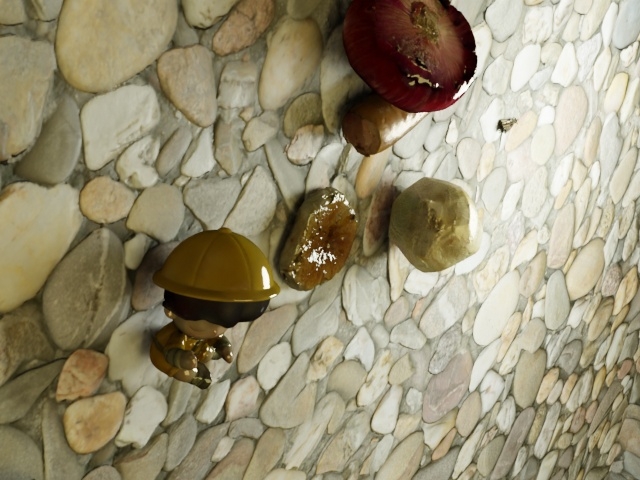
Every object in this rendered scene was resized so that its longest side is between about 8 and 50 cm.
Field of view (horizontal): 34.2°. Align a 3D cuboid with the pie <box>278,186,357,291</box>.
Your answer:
[{"bbox_3d":[0.000,0.000,1.851,0.195,0.046,0.195,-33,136,-40],"label":"pie"}]

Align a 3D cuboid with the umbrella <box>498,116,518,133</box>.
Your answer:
[{"bbox_3d":[0.409,-0.253,2.271,0.083,0.020,0.031,-28,92,-42],"label":"umbrella"}]

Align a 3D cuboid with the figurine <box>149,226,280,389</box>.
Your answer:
[{"bbox_3d":[-0.178,0.098,1.574,0.257,0.167,0.192,-55,166,27],"label":"figurine"}]

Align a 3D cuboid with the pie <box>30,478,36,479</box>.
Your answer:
[{"bbox_3d":[-0.459,0.487,1.490,0.288,0.103,0.354,-38,134,-34],"label":"pie"}]

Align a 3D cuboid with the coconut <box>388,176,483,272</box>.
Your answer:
[{"bbox_3d":[0.223,-0.032,2.020,0.194,0.194,0.194,-32,134,-39],"label":"coconut"}]

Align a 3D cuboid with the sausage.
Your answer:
[{"bbox_3d":[0.150,-0.251,1.842,0.270,0.109,0.109,-44,141,-27],"label":"sausage"}]

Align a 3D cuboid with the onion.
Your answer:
[{"bbox_3d":[0.144,-0.315,1.716,0.248,0.248,0.161,-19,155,-47],"label":"onion"}]
